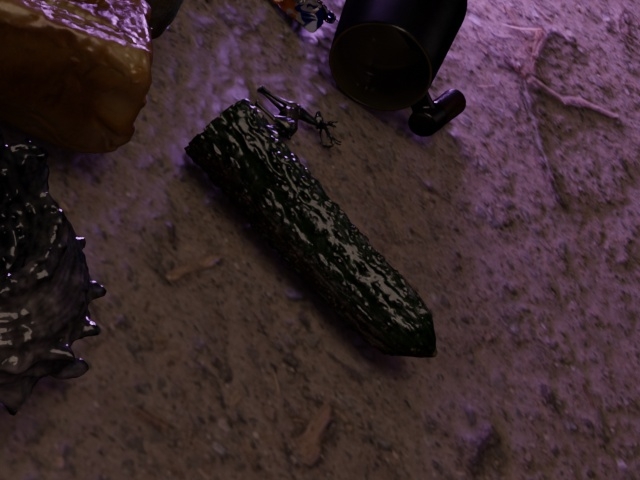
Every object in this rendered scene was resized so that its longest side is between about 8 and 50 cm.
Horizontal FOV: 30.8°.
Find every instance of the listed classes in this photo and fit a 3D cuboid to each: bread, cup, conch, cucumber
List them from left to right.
[{"bbox_3d":[-0.316,0.017,0.966,0.240,0.186,0.313,-45,110,-42],"label":"conch"},{"bbox_3d":[-0.330,-0.212,1.149,0.344,0.149,0.195,21,34,-25],"label":"bread"},{"bbox_3d":[0.000,0.000,1.296,0.359,0.096,0.096,48,40,0],"label":"cucumber"},{"bbox_3d":[0.132,-0.263,1.577,0.239,0.166,0.177,33,44,-12],"label":"cup"}]

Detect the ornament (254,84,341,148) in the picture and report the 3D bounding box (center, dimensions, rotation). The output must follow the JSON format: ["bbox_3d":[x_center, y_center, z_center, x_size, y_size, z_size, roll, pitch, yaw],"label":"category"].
[{"bbox_3d":[-0.028,-0.145,1.443,0.125,0.028,0.073,29,42,-16],"label":"ornament"}]

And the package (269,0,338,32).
[{"bbox_3d":[-0.028,-0.326,1.595,0.077,0.033,0.111,-34,67,-27],"label":"package"}]

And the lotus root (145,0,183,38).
[{"bbox_3d":[-0.298,-0.332,1.285,0.322,0.140,0.158,22,45,-22],"label":"lotus root"}]
